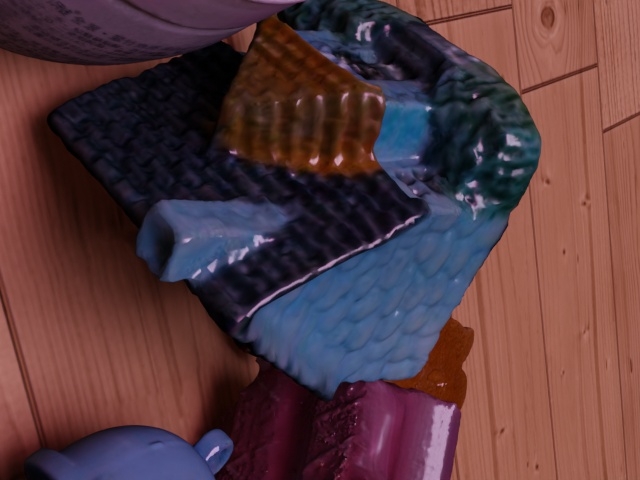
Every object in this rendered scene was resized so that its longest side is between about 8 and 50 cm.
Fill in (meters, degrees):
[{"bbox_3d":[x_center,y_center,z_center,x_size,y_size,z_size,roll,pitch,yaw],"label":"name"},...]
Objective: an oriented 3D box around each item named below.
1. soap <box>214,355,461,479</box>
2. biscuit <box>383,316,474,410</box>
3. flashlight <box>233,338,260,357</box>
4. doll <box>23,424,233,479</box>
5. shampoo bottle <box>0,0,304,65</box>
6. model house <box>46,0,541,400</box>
[{"bbox_3d":[-0.026,0.258,0.637,0.127,0.220,0.325,32,65,-39],"label":"soap"},{"bbox_3d":[0.110,0.162,0.921,0.183,0.043,0.281,-9,104,-45],"label":"biscuit"},{"bbox_3d":[0.000,0.000,0.755,0.093,0.092,0.232,56,48,-35],"label":"flashlight"},{"bbox_3d":[-0.177,0.221,0.525,0.314,0.141,0.177,-33,150,-30],"label":"doll"},{"bbox_3d":[-0.113,-0.237,0.462,0.273,0.266,0.273,-6,98,-50],"label":"shampoo bottle"},{"bbox_3d":[-0.043,-0.057,0.551,0.241,0.261,0.226,0,122,-47],"label":"model house"}]
